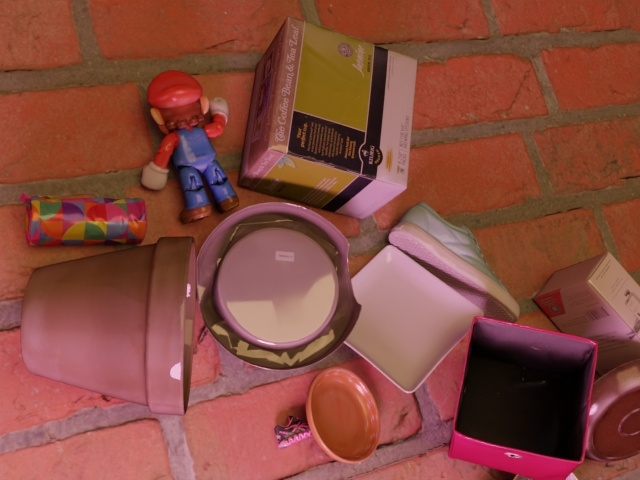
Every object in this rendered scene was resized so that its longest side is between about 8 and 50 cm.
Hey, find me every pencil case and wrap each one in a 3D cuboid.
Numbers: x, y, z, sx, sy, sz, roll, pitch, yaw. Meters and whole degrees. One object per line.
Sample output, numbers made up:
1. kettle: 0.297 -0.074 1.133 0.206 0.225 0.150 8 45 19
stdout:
1. pencil case: -0.459 -0.042 1.537 0.236 0.104 0.104 2 73 -24

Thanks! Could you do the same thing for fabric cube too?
1. fabric cube: 0.415 0.342 1.652 0.254 0.258 0.259 11 65 12

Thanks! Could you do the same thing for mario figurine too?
1. mario figurine: -0.282 -0.203 1.677 0.198 0.170 0.321 -19 92 -64

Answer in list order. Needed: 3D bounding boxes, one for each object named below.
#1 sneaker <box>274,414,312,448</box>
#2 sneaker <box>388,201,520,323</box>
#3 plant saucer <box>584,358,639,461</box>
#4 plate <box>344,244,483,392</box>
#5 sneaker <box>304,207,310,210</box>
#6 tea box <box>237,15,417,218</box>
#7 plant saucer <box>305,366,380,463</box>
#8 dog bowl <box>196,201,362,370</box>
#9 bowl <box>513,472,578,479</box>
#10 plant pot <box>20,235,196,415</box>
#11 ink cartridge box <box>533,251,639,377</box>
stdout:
1. sneaker: -0.042 0.380 1.613 0.119 0.047 0.057 -17 69 -28
2. sneaker: 0.340 0.042 1.836 0.366 0.135 0.150 40 64 -9
3. plant saucer: 0.711 0.403 1.807 0.310 0.311 0.050 4 31 -22
4. plate: 0.169 0.171 1.720 0.278 0.045 0.277 36 58 22
5. sneaker: 0.000 0.000 1.737 0.170 0.071 0.068 49 62 -3
6. tea box: 0.016 -0.263 1.746 0.323 0.220 0.329 15 67 -19
7. plant saucer: 0.042 0.362 1.625 0.200 0.037 0.200 25 50 -33
8. dog bowl: -0.090 0.101 1.619 0.348 0.102 0.349 4 70 -12
9. bowl: 0.490 0.572 1.745 0.170 0.080 0.170 0 82 0
10. plant pot: -0.373 0.150 1.421 0.280 0.323 0.323 2 72 -5
11. ink cartridge box: 0.691 0.189 1.899 0.283 0.207 0.117 48 61 -3
